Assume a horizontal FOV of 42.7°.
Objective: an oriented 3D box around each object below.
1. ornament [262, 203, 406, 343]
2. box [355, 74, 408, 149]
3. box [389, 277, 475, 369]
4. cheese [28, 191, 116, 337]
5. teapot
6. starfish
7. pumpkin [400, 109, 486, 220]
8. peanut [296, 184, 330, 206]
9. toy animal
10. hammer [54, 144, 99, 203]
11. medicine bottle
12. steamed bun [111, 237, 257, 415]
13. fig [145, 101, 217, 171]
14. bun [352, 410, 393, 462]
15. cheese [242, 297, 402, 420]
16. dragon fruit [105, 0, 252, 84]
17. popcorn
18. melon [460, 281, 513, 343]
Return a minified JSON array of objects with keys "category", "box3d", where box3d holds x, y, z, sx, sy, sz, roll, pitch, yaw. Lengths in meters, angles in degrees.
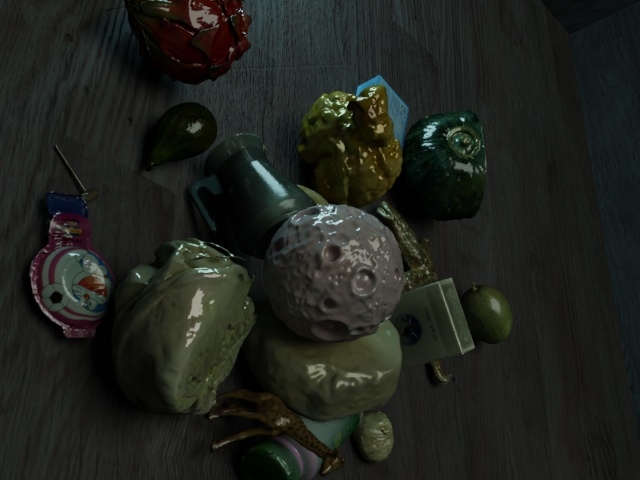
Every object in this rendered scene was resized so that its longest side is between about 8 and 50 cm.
[{"category":"ornament","box3d":[0.025,0.067,1.472,0.259,0.260,0.225,39,41,-34]},{"category":"box","box3d":[0.156,-0.311,2.196,0.143,0.083,0.232,41,42,-32]},{"category":"box","box3d":[0.197,0.198,1.832,0.069,0.257,0.164,-9,80,-55]},{"category":"cheese","box3d":[-0.395,0.037,1.311,0.155,0.062,0.244,10,64,-48]},{"category":"teapot","box3d":[-0.137,-0.083,1.602,0.203,0.171,0.225,-25,63,-19]},{"category":"starfish","box3d":[0.231,0.123,2.076,0.324,0.083,0.431,32,51,-44]},{"category":"pumpkin","box3d":[0.311,-0.199,2.221,0.197,0.263,0.292,-1,75,-9]},{"category":"peanut","box3d":[0.000,0.000,1.787,0.325,0.140,0.153,43,1,-41]},{"category":"toy animal","box3d":[-0.080,0.328,1.427,0.149,0.276,0.054,-59,158,-56]},{"category":"hammer","box3d":[-0.421,-0.115,1.395,0.110,0.019,0.035,60,36,-7]},{"category":"medicine bottle","box3d":[-0.034,0.371,1.548,0.274,0.134,0.133,-32,99,-55]},{"category":"steamed bun","box3d":[-0.246,0.135,1.333,0.268,0.207,0.280,72,42,-67]},{"category":"fig","box3d":[-0.278,-0.194,1.554,0.177,0.117,0.117,-39,104,-39]},{"category":"bun","box3d":[0.123,0.424,1.780,0.115,0.069,0.115,28,52,-44]},{"category":"cheese","box3d":[0.008,0.203,1.601,0.318,0.115,0.326,23,31,2]},{"category":"dragon fruit","box3d":[-0.276,-0.418,1.581,0.293,0.234,0.233,10,64,-37]},{"category":"popcorn","box3d":[0.074,-0.230,1.882,0.225,0.332,0.265,-24,62,-29]},{"category":"melon","box3d":[0.459,0.199,2.276,0.192,0.139,0.139,62,36,-17]}]
